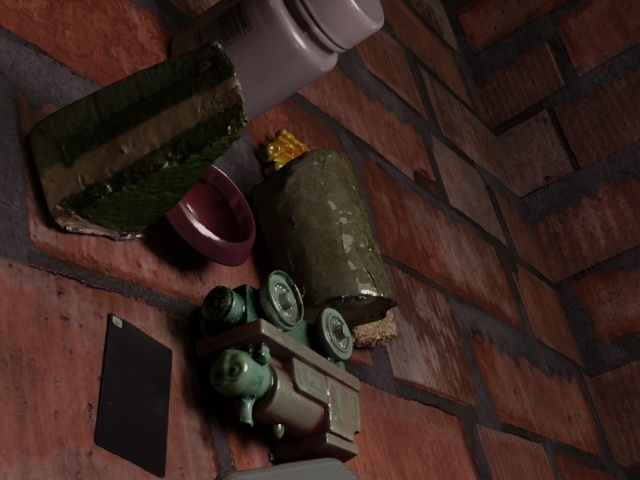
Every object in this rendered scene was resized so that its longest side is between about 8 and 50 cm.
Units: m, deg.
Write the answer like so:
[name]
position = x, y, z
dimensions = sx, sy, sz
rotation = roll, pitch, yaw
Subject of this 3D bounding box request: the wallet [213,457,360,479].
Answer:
[wallet]
position = 0.043, 0.409, 1.184
dimensions = 0.252, 0.083, 0.360
rotation = 7, 29, -48

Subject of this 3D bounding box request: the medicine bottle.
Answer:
[medicine bottle]
position = -0.074, -0.364, 1.681
dimensions = 0.208, 0.339, 0.208
rotation = 45, 28, -32

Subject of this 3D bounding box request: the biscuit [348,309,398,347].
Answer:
[biscuit]
position = 0.076, 0.154, 1.743
dimensions = 0.168, 0.070, 0.082
rotation = 7, 53, -58

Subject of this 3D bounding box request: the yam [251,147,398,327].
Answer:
[yam]
position = 0.000, 0.000, 1.621
dimensions = 0.195, 0.195, 0.300
rotation = 19, 48, -56

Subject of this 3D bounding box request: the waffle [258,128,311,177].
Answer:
[waffle]
position = -0.040, -0.116, 1.825
dimensions = 0.211, 0.055, 0.160
rotation = 41, 30, -39

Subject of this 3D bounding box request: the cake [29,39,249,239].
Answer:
[cake]
position = -0.237, -0.130, 1.203
dimensions = 0.172, 0.283, 0.158
rotation = -5, 67, -46

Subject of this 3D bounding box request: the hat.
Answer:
[hat]
position = -0.184, -0.039, 1.418
dimensions = 0.205, 0.089, 0.205
rotation = 40, 29, -29

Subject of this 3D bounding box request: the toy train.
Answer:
[toy train]
position = -0.058, 0.187, 1.361
dimensions = 0.304, 0.150, 0.221
rotation = 37, 39, -45

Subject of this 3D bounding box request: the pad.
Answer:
[pad]
position = -0.227, 0.189, 1.184
dimensions = 0.116, 0.004, 0.193
rotation = 40, 31, -38
